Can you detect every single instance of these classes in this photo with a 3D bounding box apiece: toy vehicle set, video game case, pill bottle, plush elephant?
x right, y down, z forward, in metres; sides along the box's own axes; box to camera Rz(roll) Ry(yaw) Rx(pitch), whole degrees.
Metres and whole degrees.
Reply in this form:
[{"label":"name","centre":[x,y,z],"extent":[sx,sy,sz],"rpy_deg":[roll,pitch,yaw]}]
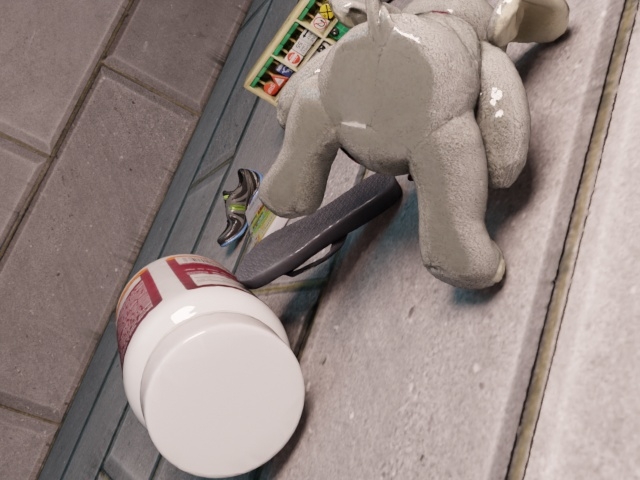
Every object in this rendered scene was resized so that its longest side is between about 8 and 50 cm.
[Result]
[{"label":"toy vehicle set","centre":[-0.004,-0.339,1.205],"extent":[0.267,0.166,0.035],"rpy_deg":[-45,28,39]},{"label":"video game case","centre":[-0.073,-0.104,1.285],"extent":[0.227,0.026,0.206],"rpy_deg":[-56,22,14]},{"label":"pill bottle","centre":[-0.169,0.158,0.935],"extent":[0.224,0.224,0.392],"rpy_deg":[-63,21,-1]},{"label":"plush elephant","centre":[0.108,-0.161,0.683],"extent":[0.272,0.255,0.329],"rpy_deg":[15,117,30]}]

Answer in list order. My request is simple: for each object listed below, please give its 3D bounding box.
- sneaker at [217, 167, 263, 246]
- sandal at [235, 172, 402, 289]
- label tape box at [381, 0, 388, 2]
[{"label":"sneaker","centre":[-0.186,-0.072,1.430],"extent":[0.067,0.078,0.188],"rpy_deg":[-13,54,63]},{"label":"sandal","centre":[0.001,0.000,0.879],"extent":[0.255,0.054,0.097],"rpy_deg":[-30,26,8]},{"label":"label tape box","centre":[0.121,-0.578,1.280],"extent":[0.334,0.106,0.240],"rpy_deg":[-7,59,65]}]
